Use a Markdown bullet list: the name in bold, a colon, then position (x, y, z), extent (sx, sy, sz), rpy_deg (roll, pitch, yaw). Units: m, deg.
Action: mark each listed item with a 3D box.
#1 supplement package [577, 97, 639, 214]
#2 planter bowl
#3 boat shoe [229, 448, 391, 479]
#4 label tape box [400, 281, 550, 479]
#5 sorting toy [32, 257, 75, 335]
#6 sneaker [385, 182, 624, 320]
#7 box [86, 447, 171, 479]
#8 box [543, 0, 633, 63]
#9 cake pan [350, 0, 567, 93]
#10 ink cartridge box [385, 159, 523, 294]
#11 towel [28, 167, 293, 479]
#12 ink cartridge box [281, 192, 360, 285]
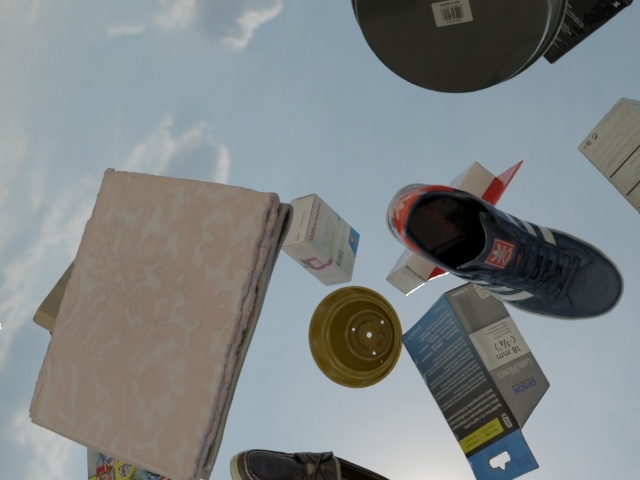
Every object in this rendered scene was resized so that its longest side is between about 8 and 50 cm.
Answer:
- **supplement package**: position (0.485, -0.109, 1.373), extent (0.179, 0.105, 0.105), rpy_deg (54, -55, 27)
- **planter bowl**: position (0.090, 0.205, 2.040), extent (0.217, 0.090, 0.217), rpy_deg (-1, -92, 26)
- **boat shoe**: position (-0.001, 0.359, 1.421), extent (0.092, 0.285, 0.102), rpy_deg (-46, -147, 30)
- **label tape box**: position (0.300, 0.266, 1.727), extent (0.333, 0.106, 0.240), rpy_deg (62, -24, 16)
- **sorting toy**: position (-0.312, 0.151, 1.500), extent (0.089, 0.257, 0.255), rpy_deg (-58, -171, 17)
- **sneaker**: position (0.255, 0.022, 1.299), extent (0.148, 0.350, 0.131), rpy_deg (-28, 138, -87)
- **box**: position (-0.366, 0.389, 1.796), extent (0.159, 0.044, 0.233), rpy_deg (-31, -141, 10)
- **box**: position (0.313, -0.407, 1.355), extent (0.103, 0.261, 0.184), rpy_deg (-50, -174, -25)
- **cake pan**: position (0.175, -0.316, 1.250), extent (0.293, 0.293, 0.054), rpy_deg (-46, -166, 40)
- **ink cartridge box**: position (0.275, -0.039, 1.980), extent (0.296, 0.066, 0.261), rpy_deg (-54, -176, -20)
- **towel**: position (-0.196, 0.086, 1.102), extent (0.317, 0.053, 0.331), rpy_deg (9, -101, 40)
- **ink cartridge box**: position (0.000, 0.000, 1.436), extent (0.052, 0.122, 0.088), rpy_deg (-12, -129, 35)
